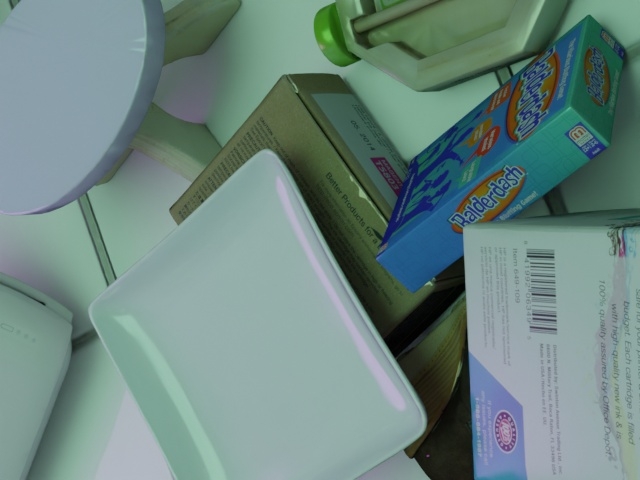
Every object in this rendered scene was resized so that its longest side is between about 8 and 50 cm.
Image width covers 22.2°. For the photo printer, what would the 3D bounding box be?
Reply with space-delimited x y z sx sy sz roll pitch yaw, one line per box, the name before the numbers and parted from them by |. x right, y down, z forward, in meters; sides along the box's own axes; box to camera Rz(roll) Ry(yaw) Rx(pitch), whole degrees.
photo printer | -0.404 0.160 1.671 0.107 0.256 0.307 -106 38 -64

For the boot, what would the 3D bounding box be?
boot | 0.180 0.132 1.347 0.207 0.090 0.248 50 119 8

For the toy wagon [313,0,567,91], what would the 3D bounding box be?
toy wagon | 0.092 -0.306 1.362 0.267 0.068 0.344 -18 83 36

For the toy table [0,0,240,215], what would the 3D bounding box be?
toy table | -0.201 -0.142 1.535 0.274 0.161 0.252 -36 73 32

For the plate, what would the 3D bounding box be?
plate | -0.054 0.104 1.416 0.278 0.045 0.277 -40 72 34

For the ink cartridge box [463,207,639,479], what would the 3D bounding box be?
ink cartridge box | 0.264 0.080 1.151 0.270 0.197 0.198 3 97 53

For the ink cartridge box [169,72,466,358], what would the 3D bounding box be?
ink cartridge box | 0.000 0.000 1.444 0.193 0.088 0.234 -45 69 31

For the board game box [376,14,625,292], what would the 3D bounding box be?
board game box | 0.144 -0.069 1.292 0.047 0.160 0.210 43 122 -14
